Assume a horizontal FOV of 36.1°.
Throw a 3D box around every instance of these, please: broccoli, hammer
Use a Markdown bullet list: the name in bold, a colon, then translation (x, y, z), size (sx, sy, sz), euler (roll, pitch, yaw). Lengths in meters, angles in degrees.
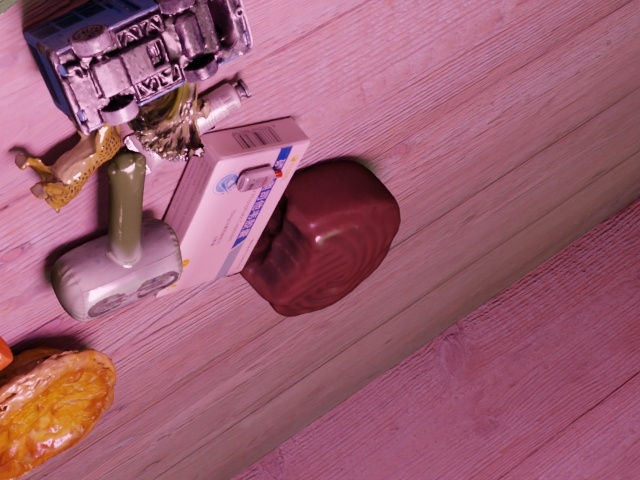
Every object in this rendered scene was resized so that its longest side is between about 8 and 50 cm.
- **broccoli**: translation (-0.188, -0.204, 1.313), size (0.122, 0.118, 0.204), euler (8, 119, -22)
- **hammer**: translation (-0.298, -0.021, 1.459), size (0.206, 0.119, 0.335), euler (-26, 152, -30)

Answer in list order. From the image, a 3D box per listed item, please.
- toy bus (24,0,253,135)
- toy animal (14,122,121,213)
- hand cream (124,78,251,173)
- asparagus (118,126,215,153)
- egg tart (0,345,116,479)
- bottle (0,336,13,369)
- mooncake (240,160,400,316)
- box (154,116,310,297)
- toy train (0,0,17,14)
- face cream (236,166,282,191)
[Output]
- **toy bus**: translation (-0.210, -0.233, 1.146), size (0.234, 0.133, 0.116), euler (-31, 127, -20)
- **toy animal**: translation (-0.319, -0.119, 1.309), size (0.181, 0.073, 0.136), euler (-51, 166, -2)
- **hand cream**: translation (-0.189, -0.172, 1.426), size (0.194, 0.042, 0.067), euler (-33, 129, -9)
- **asparagus**: translation (-0.225, -0.150, 1.448), size (0.166, 0.016, 0.013), euler (-22, 116, -34)
- **egg tart**: translation (-0.508, 0.285, 1.700), size (0.341, 0.129, 0.341), euler (-34, 157, -17)
- **bottle**: translation (-0.576, 0.221, 1.550), size (0.187, 0.069, 0.069), euler (-38, 158, 2)
- **mooncake**: translation (0.000, 0.000, 1.891), size (0.326, 0.174, 0.334), euler (-39, 159, 8)
- **box**: translation (-0.166, -0.052, 1.662), size (0.200, 0.065, 0.343), euler (-18, 150, -42)
- **toy train**: translation (-0.335, -0.267, 0.957), size (0.099, 0.081, 0.149), euler (-43, 158, 8)
- **face cream**: translation (-0.095, -0.099, 1.564), size (0.083, 0.021, 0.040), euler (-17, 148, -42)
